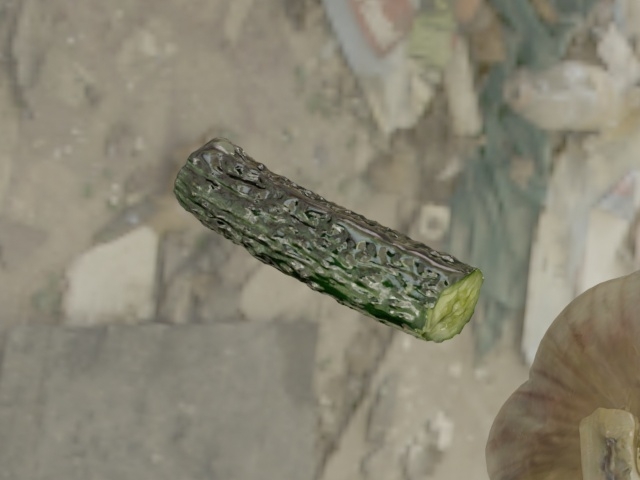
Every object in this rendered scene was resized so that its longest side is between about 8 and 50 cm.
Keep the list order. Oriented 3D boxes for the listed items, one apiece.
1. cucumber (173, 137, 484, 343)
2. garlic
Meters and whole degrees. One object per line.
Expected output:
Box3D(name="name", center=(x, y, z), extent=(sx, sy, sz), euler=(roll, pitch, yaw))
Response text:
Box3D(name="cucumber", center=(0.000, 0.000, 0.985), extent=(0.058, 0.187, 0.058), euler=(-44, 149, -35))
Box3D(name="garlic", center=(0.246, 0.151, 1.122), extent=(0.322, 0.322, 0.241), euler=(-56, 134, -35))
